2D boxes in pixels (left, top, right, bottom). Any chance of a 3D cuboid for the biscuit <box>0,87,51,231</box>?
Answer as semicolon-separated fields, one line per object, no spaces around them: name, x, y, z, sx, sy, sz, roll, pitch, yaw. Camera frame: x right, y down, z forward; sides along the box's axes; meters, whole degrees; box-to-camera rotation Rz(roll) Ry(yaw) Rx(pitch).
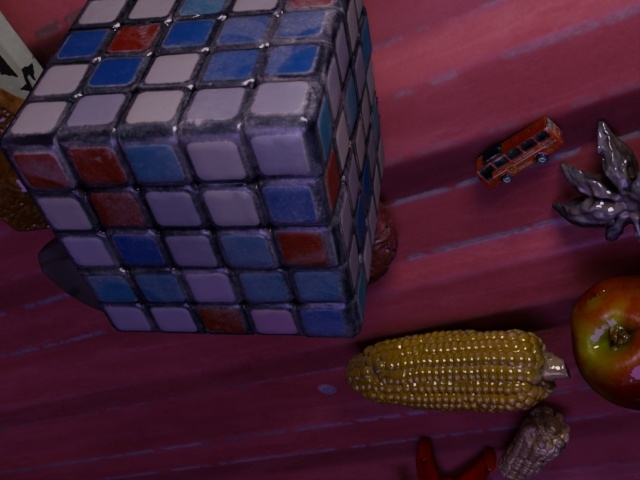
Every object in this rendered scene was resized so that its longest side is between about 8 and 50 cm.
biscuit;-0.352;-0.089;0.842;0.215;0.034;0.182;11;129;-26

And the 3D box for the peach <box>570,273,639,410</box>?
peach;0.437;0.135;1.026;0.197;0.197;0.197;6;139;6

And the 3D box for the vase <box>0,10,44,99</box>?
vase;-0.358;-0.142;0.917;0.165;0.165;0.360;-13;138;25

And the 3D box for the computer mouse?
computer mouse;-0.257;0.080;1.144;0.330;0.095;0.197;24;162;-18

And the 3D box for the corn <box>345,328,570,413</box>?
corn;0.204;0.201;1.186;0.346;0.130;0.130;-6;136;25

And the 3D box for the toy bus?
toy bus;0.234;-0.103;0.913;0.043;0.031;0.110;38;131;-24

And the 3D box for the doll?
doll;0.247;0.539;1.587;0.188;0.099;0.384;7;135;5

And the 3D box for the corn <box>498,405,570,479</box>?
corn;0.381;0.372;1.372;0.086;0.087;0.211;9;141;3

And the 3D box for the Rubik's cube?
Rubik's cube;-0.096;-0.093;0.803;0.286;0.293;0.292;-1;139;14

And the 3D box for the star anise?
star anise;0.362;-0.056;0.889;0.204;0.061;0.181;17;133;33

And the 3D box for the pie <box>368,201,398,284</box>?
pie;0.000;0.000;1.062;0.218;0.054;0.204;-25;127;35
